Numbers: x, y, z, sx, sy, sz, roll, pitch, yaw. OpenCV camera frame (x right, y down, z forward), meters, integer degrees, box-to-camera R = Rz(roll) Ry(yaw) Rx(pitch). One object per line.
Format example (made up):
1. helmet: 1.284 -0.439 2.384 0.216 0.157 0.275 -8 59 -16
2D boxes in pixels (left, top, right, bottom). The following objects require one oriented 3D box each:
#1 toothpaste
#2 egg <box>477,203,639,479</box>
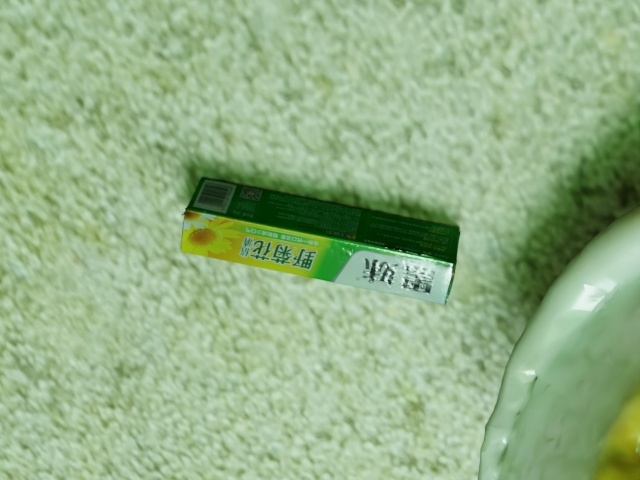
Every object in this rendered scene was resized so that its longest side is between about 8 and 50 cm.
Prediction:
1. toothpaste: 0.000 0.000 0.832 0.178 0.043 0.037 11 121 3
2. egg: 0.316 0.164 0.720 0.339 0.355 0.354 20 124 -31
